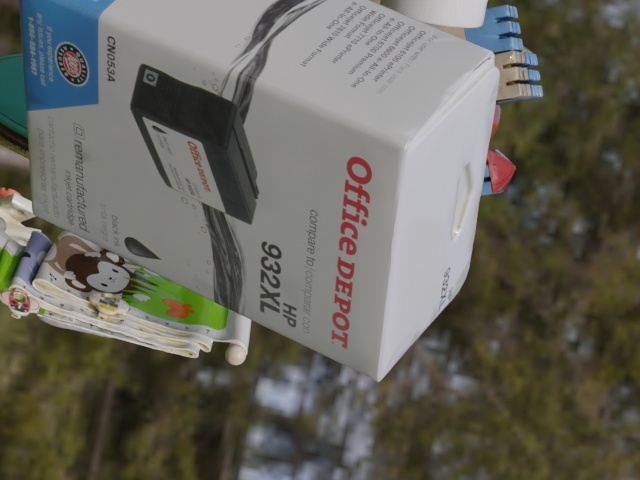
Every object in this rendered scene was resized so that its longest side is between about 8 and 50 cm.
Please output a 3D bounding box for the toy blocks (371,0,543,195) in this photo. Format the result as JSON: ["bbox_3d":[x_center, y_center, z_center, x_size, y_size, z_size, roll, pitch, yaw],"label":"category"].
[{"bbox_3d":[0.115,-0.182,2.135,0.191,0.261,0.381,-9,89,-71],"label":"toy blocks"}]

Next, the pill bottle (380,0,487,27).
[{"bbox_3d":[0.123,-0.317,1.857,0.121,0.121,0.221,-107,-155,-75],"label":"pill bottle"}]

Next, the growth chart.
[{"bbox_3d":[-0.160,0.037,1.561,0.172,0.237,0.021,-105,-148,-61],"label":"growth chart"}]

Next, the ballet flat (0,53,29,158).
[{"bbox_3d":[-0.123,-0.075,1.645,0.123,0.348,0.123,7,90,-79],"label":"ballet flat"}]

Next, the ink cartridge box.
[{"bbox_3d":[-0.049,-0.070,1.389,0.129,0.307,0.223,-47,153,-41],"label":"ink cartridge box"}]

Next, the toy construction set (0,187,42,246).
[{"bbox_3d":[-0.422,0.079,2.058,0.327,0.151,0.215,-62,-170,-27],"label":"toy construction set"}]
